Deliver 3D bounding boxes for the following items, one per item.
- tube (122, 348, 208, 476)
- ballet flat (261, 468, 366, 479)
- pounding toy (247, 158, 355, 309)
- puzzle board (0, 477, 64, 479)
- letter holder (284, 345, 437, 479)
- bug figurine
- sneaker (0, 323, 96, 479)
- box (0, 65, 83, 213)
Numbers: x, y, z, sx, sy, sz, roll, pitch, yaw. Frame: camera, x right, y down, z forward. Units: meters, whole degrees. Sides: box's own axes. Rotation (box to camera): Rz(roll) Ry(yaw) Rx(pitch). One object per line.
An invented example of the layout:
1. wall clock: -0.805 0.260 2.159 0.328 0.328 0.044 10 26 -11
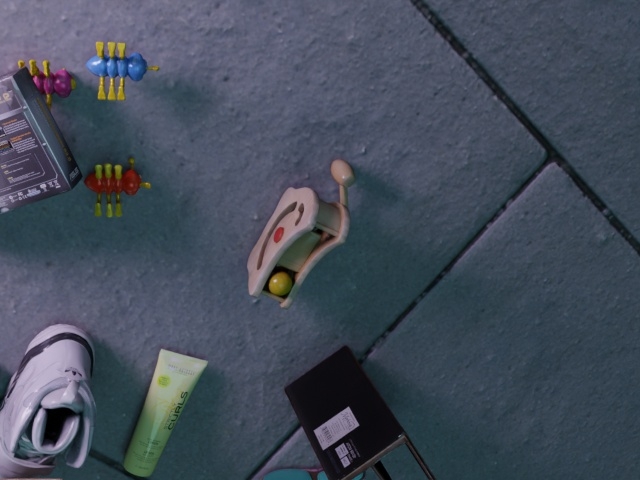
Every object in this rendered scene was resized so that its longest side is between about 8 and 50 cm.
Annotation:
1. tube: -0.294 0.315 1.531 0.070 0.062 0.240 6 110 -64
2. ballet flat: -0.015 0.503 1.702 0.221 0.077 0.079 -5 133 -17
3. pounding toy: 0.000 0.000 1.440 0.154 0.154 0.270 24 103 -26
4. puzzle board: -0.474 0.416 1.380 0.128 0.011 0.096 -1 143 4
5. letter holder: 0.085 0.378 1.545 0.152 0.302 0.214 -35 119 -2
6. bug figurine: -0.364 -0.179 1.287 0.216 0.072 0.279 3 116 -13
7. sneaker: -0.480 0.334 1.387 0.137 0.210 0.366 22 103 -25
8. box: -0.496 -0.129 1.226 0.231 0.056 0.183 -18 114 11
